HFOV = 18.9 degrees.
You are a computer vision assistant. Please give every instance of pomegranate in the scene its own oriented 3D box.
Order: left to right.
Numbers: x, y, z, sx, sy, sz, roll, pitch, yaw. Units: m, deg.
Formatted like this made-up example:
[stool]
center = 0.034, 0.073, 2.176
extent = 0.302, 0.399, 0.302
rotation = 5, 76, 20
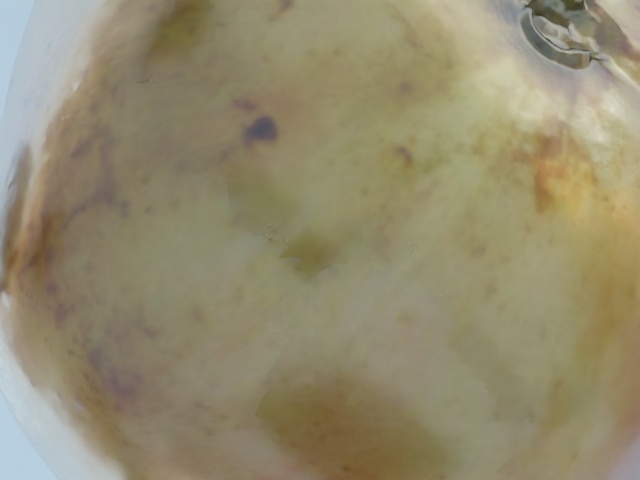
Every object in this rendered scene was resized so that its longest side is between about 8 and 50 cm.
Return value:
[pomegranate]
center = 0.000, 0.000, 0.622
extent = 0.270, 0.229, 0.252
rotation = -50, -143, 44
